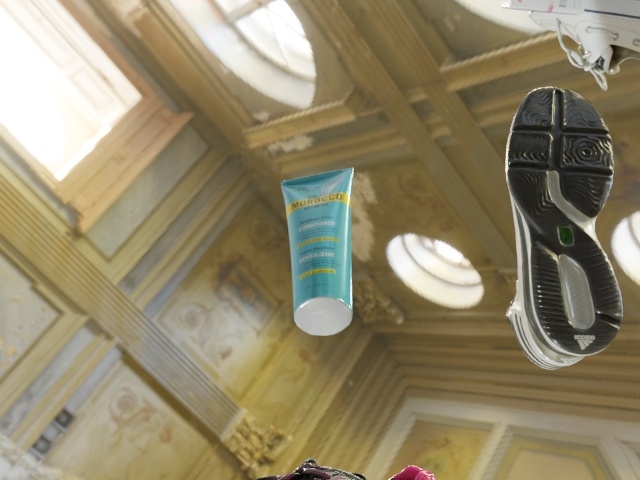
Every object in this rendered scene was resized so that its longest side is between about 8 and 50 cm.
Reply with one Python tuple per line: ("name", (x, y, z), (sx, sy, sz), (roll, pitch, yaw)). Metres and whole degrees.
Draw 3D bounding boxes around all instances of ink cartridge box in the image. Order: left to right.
("ink cartridge box", (0.356, -0.408, 1.258), (0.122, 0.088, 0.052), (3, -166, -10))

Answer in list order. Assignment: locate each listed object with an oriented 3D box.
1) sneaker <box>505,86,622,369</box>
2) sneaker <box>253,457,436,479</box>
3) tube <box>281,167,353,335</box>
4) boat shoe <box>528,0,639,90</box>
("sneaker", (0.352, -0.008, 1.281), (0.257, 0.169, 0.447), (99, -5, -67))
("sneaker", (-0.028, 0.261, 0.744), (0.121, 0.299, 0.112), (172, -75, -70))
("tube", (0.000, 0.000, 0.787), (0.080, 0.052, 0.207), (-7, -138, 4))
("boat shoe", (0.532, -0.361, 1.474), (0.367, 0.136, 0.156), (24, -76, 41))
